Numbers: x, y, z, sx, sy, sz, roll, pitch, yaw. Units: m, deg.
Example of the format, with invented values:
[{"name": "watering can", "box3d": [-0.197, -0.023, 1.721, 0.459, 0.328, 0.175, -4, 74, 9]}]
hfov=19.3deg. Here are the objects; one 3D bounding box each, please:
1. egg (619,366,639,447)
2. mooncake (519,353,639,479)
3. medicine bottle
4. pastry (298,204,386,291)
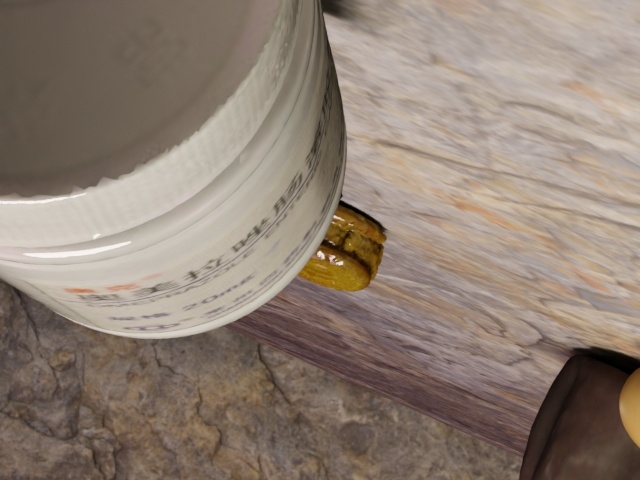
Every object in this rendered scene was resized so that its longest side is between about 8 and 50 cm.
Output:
[{"name": "egg", "box3d": [0.267, 0.127, 1.427, 0.080, 0.080, 0.096, 30, 179, -36]}, {"name": "mooncake", "box3d": [0.312, 0.230, 1.600, 0.306, 0.154, 0.306, 29, 179, 1]}, {"name": "medicine bottle", "box3d": [-0.091, -0.072, 0.764, 0.190, 0.190, 0.332, 24, 173, 8]}, {"name": "pastry", "box3d": [0.000, 0.000, 1.470, 0.097, 0.057, 0.109, 15, 169, 45]}]
